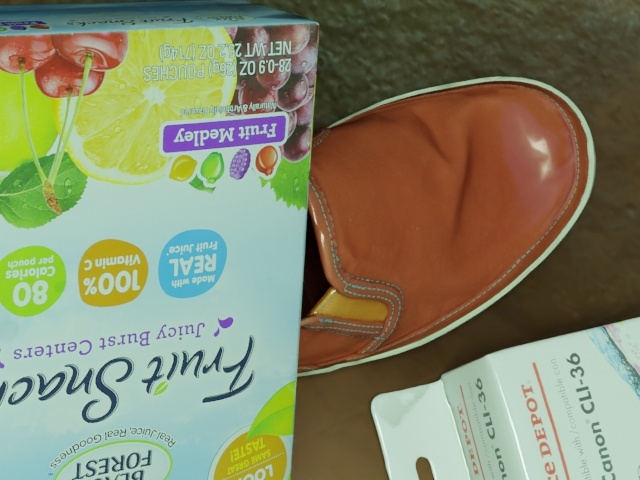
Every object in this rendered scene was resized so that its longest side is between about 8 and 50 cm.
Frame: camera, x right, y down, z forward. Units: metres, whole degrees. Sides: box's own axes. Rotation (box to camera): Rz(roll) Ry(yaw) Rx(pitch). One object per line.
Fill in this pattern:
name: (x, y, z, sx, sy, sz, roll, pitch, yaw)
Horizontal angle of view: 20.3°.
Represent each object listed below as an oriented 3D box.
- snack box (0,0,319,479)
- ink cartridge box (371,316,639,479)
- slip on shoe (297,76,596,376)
snack box: (-0.093, 0.014, 0.694, 0.174, 0.070, 0.207, -8, 111, -33)
ink cartridge box: (0.135, 0.104, 0.881, 0.198, 0.067, 0.115, -12, 80, -21)
slip on shoe: (0.000, 0.000, 0.847, 0.331, 0.101, 0.123, -20, 80, -24)
